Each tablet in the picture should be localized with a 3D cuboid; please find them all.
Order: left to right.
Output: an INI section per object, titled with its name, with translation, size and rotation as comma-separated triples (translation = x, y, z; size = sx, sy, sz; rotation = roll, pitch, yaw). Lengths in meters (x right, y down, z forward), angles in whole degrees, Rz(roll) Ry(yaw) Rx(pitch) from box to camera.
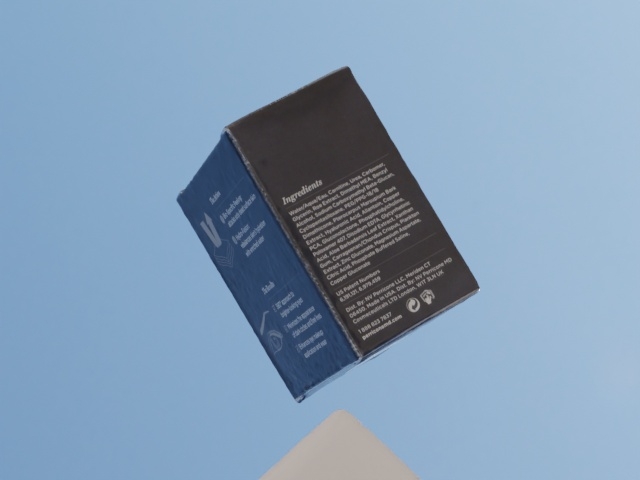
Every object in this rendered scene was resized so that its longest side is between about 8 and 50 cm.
[tablet]
translation = 0.001, 0.092, 0.576
size = 0.054, 0.006, 0.083
rotation = 44, -132, 9

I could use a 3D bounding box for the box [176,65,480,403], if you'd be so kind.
[box]
translation = 0.000, 0.000, 1.130
size = 0.093, 0.156, 0.158
rotation = -30, -94, -20
